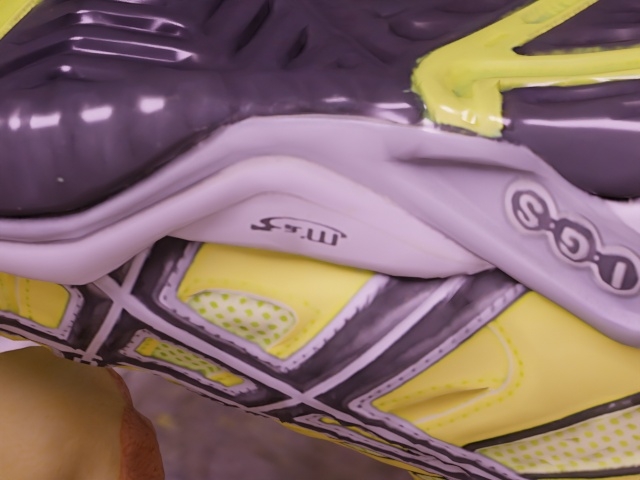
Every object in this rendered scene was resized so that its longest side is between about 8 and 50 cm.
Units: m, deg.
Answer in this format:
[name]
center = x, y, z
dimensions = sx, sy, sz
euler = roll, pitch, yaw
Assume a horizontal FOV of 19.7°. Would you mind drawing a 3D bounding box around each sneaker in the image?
[sneaker]
center = 0.000, 0.000, 0.424
dimensions = 0.384, 0.147, 0.145
euler = 9, 40, 21

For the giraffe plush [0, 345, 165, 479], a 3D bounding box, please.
[giraffe plush]
center = -0.076, 0.130, 0.426
dimensions = 0.181, 0.210, 0.170
euler = -41, 66, -13
